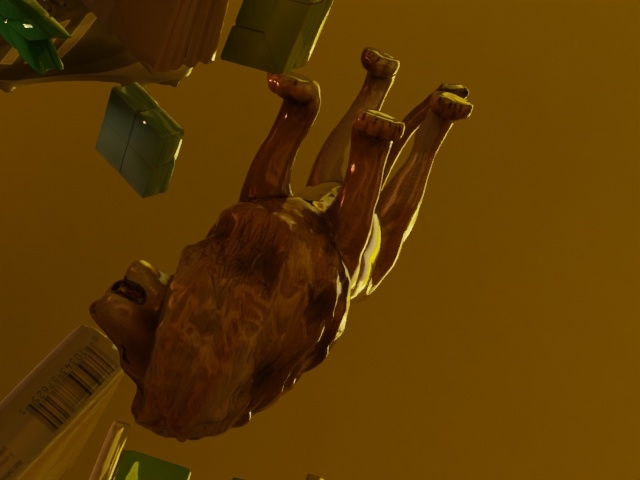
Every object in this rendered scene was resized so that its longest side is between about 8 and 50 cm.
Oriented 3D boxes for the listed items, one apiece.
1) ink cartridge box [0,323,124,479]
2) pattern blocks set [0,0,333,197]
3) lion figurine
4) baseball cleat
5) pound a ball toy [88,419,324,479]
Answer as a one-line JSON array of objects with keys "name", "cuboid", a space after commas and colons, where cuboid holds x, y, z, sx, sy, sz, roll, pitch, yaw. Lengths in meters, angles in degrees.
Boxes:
[{"name": "ink cartridge box", "cuboid": [-0.311, 0.252, 1.627, 0.303, 0.072, 0.307, -49, 173, -38]}, {"name": "pattern blocks set", "cuboid": [-0.090, -0.193, 0.946, 0.026, 0.285, 0.325, -20, 154, -40]}, {"name": "lion figurine", "cuboid": [0.000, 0.000, 1.322, 0.142, 0.240, 0.392, 25, -163, 21]}, {"name": "baseball cleat", "cuboid": [-0.184, -0.153, 1.272, 0.206, 0.109, 0.072, -2, -164, -27]}, {"name": "pound a ball toy", "cuboid": [-0.040, 0.222, 0.898, 0.208, 0.135, 0.319, 16, -164, -3]}]
